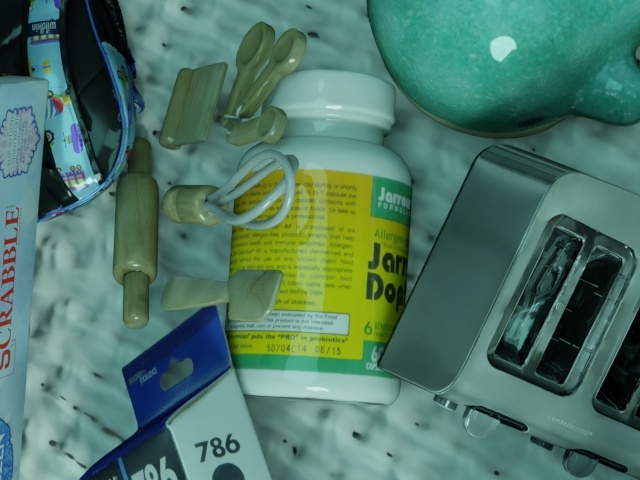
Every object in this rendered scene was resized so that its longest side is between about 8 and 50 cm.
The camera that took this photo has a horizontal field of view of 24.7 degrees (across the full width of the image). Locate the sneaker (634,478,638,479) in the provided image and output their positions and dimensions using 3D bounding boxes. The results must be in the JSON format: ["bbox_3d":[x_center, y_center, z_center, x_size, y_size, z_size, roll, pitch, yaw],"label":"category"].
[{"bbox_3d":[0.234,0.176,0.893,0.065,0.076,0.166,-19,78,9],"label":"sneaker"}]

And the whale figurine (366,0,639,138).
[{"bbox_3d":[0.161,-0.177,0.929,0.272,0.141,0.216,-20,77,5],"label":"whale figurine"}]

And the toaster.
[{"bbox_3d":[0.153,0.040,0.881,0.168,0.110,0.185,25,92,-23],"label":"toaster"}]

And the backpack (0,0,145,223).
[{"bbox_3d":[-0.196,-0.091,1.010,0.158,0.117,0.173,-23,77,8],"label":"backpack"}]

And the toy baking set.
[{"bbox_3d":[-0.077,-0.036,0.933,0.197,0.030,0.256,-39,39,40],"label":"toy baking set"}]

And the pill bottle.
[{"bbox_3d":[0.000,0.000,0.952,0.118,0.117,0.208,2,82,13],"label":"pill bottle"}]

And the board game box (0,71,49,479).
[{"bbox_3d":[-0.341,0.027,0.983,0.319,0.066,0.317,11,103,23],"label":"board game box"}]

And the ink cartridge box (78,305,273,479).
[{"bbox_3d":[-0.072,0.218,0.917,0.065,0.165,0.332,-11,74,-33],"label":"ink cartridge box"}]
